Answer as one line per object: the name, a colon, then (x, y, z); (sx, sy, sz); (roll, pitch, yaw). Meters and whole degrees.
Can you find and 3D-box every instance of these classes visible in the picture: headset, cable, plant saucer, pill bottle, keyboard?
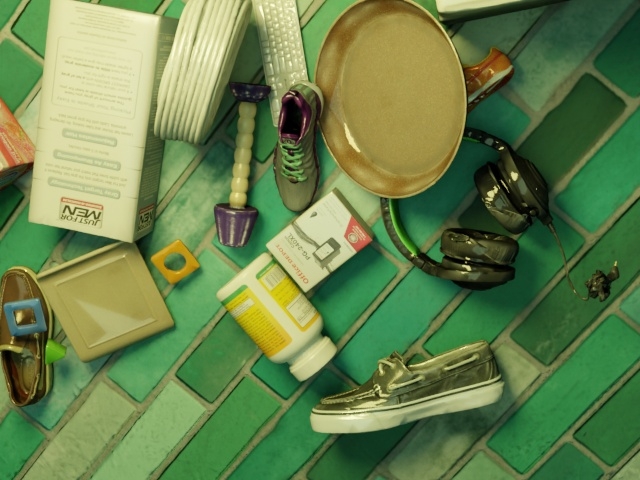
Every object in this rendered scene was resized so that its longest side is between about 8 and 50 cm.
headset: (0.273, -0.022, 1.362); (0.394, 0.185, 0.243); (30, 105, 13)
cable: (-0.183, -0.271, 1.344); (0.089, 0.257, 0.257); (18, 99, -7)
plant saucer: (0.112, -0.222, 1.346); (0.311, 0.050, 0.310); (17, 114, 42)
pill bottle: (-0.069, 0.134, 1.478); (0.118, 0.117, 0.208); (-40, 93, 14)
keyboard: (-0.065, -0.320, 1.439); (0.072, 0.014, 0.255); (-8, 100, 10)

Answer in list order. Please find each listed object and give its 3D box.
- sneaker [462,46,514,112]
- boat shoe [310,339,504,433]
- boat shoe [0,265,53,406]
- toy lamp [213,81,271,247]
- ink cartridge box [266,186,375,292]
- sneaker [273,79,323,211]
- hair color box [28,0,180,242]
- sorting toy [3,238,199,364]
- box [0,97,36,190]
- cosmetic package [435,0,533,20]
sneaker: (0.227, -0.241, 1.397); (0.175, 0.064, 0.067); (-36, 74, 8)
boat shoe: (0.140, 0.244, 1.483); (0.335, 0.121, 0.119); (-13, 91, 0)
boat shoe: (-0.537, 0.177, 1.567); (0.095, 0.095, 0.257); (-5, 100, 9)
toy lamp: (-0.134, -0.125, 1.457); (0.080, 0.080, 0.274); (7, 101, 7)
ink cartridge box: (0.000, 0.000, 1.468); (0.150, 0.063, 0.109); (-39, 94, 13)
sneaker: (-0.049, -0.146, 1.418); (0.083, 0.098, 0.223); (9, 111, 16)
hair color box: (-0.362, -0.201, 1.456); (0.186, 0.113, 0.374); (11, 102, 6)
sorting toy: (-0.375, 0.103, 1.536); (0.348, 0.047, 0.195); (-22, 113, 0)
box: (-0.637, -0.215, 1.475); (0.142, 0.154, 0.299); (-33, 94, 13)
cosmetic package: (0.289, -0.524, 1.184); (0.328, 0.329, 0.393); (-9, 101, 10)
